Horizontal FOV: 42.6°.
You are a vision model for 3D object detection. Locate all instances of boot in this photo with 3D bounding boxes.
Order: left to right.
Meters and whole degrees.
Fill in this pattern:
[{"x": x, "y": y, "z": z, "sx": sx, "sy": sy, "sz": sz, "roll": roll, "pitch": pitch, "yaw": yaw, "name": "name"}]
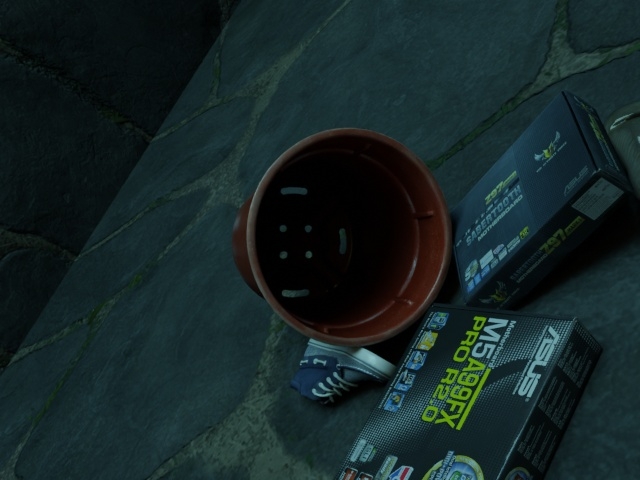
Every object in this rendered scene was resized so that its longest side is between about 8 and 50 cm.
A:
[{"x": 0.028, "y": 0.181, "z": 1.079, "sx": 0.086, "sy": 0.069, "sz": 0.190, "roll": -62, "pitch": 23, "yaw": -12, "name": "boot"}]

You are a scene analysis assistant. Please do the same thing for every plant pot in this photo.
[{"x": 0.000, "y": 0.000, "z": 1.139, "sx": 0.272, "sy": 0.272, "sz": 0.265, "roll": -53, "pitch": 14, "yaw": -13, "name": "plant pot"}]

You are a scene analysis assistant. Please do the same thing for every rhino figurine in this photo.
[{"x": 0.388, "y": -0.089, "z": 0.911, "sx": 0.106, "sy": 0.073, "sz": 0.243, "roll": -35, "pitch": 31, "yaw": 20, "name": "rhino figurine"}]

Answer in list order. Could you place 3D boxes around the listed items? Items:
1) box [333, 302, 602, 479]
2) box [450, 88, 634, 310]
[{"x": 0.148, "y": 0.198, "z": 0.880, "sx": 0.216, "sy": 0.060, "sz": 0.270, "roll": 1, "pitch": 53, "yaw": 56, "name": "box"}, {"x": 0.253, "y": -0.043, "z": 0.989, "sx": 0.233, "sy": 0.059, "sz": 0.183, "roll": -50, "pitch": 21, "yaw": 33, "name": "box"}]
